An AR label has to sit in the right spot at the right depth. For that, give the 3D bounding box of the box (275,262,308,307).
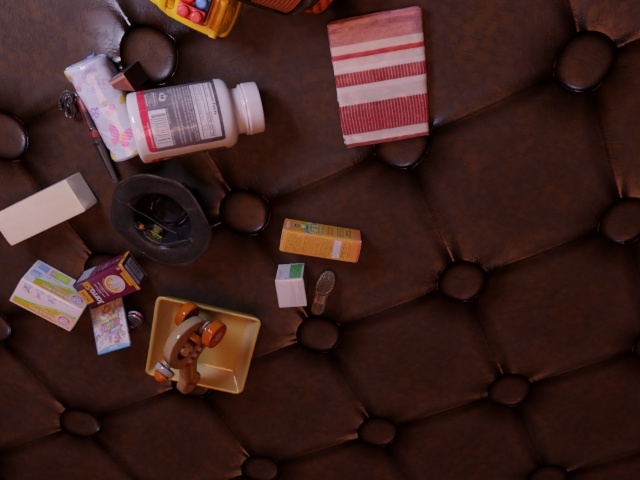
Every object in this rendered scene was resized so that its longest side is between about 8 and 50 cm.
[{"bbox_3d":[-0.086,0.136,1.722,0.087,0.101,0.102,-5,117,5],"label":"box"}]

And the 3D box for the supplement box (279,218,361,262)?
[{"bbox_3d":[0.000,0.000,1.659,0.233,0.078,0.080,7,119,-3],"label":"supplement box"}]

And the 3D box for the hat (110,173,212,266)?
[{"bbox_3d":[-0.428,-0.082,1.596,0.331,0.134,0.331,11,133,12],"label":"hat"}]

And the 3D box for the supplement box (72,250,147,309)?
[{"bbox_3d":[-0.652,0.125,1.746,0.188,0.081,0.104,-23,116,14],"label":"supplement box"}]

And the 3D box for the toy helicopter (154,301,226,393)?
[{"bbox_3d":[-0.417,0.375,1.722,0.140,0.235,0.355,30,138,18],"label":"toy helicopter"}]

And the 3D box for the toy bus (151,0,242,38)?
[{"bbox_3d":[-0.305,-0.558,1.287,0.220,0.211,0.149,24,118,-9],"label":"toy bus"}]

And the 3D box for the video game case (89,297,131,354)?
[{"bbox_3d":[-0.677,0.272,1.810,0.119,0.015,0.166,-17,79,11],"label":"video game case"}]

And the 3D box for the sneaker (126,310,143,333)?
[{"bbox_3d":[-0.645,0.298,1.843,0.170,0.075,0.063,-38,115,20],"label":"sneaker"}]

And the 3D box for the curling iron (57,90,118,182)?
[{"bbox_3d":[-0.630,-0.282,1.548,0.068,0.035,0.274,-17,116,16],"label":"curling iron"}]

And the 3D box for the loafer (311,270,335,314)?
[{"bbox_3d":[0.004,0.159,1.764,0.056,0.050,0.148,19,102,-12],"label":"loafer"}]

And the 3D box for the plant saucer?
[{"bbox_3d":[-0.384,0.330,1.852,0.332,0.081,0.333,14,119,-6],"label":"plant saucer"}]

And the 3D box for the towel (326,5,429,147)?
[{"bbox_3d":[0.155,-0.414,1.451,0.237,0.037,0.329,-8,120,4],"label":"towel"}]

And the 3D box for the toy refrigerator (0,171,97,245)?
[{"bbox_3d":[-0.795,-0.092,1.628,0.269,0.094,0.102,-23,109,13],"label":"toy refrigerator"}]

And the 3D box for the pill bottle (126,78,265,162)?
[{"bbox_3d":[-0.309,-0.308,1.418,0.318,0.176,0.176,-13,119,-11],"label":"pill bottle"}]

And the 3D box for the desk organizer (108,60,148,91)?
[{"bbox_3d":[-0.482,-0.407,1.421,0.047,0.130,0.050,-24,117,14],"label":"desk organizer"}]

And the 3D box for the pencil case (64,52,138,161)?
[{"bbox_3d":[-0.551,-0.342,1.467,0.124,0.113,0.273,-19,117,8],"label":"pencil case"}]

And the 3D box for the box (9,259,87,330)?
[{"bbox_3d":[-0.833,0.173,1.761,0.203,0.114,0.103,33,115,-16],"label":"box"}]

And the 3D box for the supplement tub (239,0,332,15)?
[{"bbox_3d":[-0.130,-0.607,1.192,0.338,0.207,0.207,1,125,-38],"label":"supplement tub"}]
